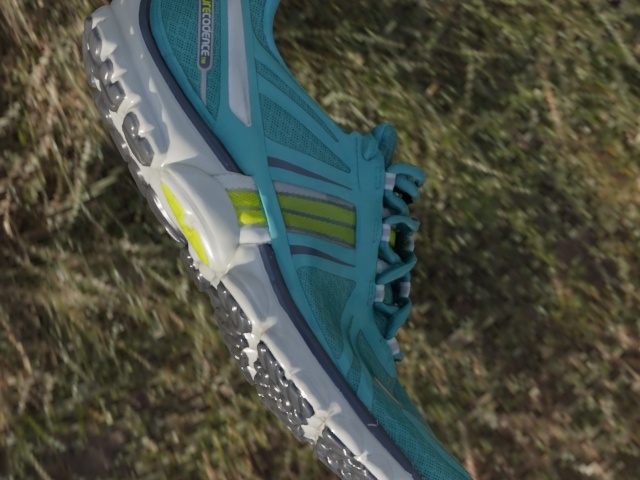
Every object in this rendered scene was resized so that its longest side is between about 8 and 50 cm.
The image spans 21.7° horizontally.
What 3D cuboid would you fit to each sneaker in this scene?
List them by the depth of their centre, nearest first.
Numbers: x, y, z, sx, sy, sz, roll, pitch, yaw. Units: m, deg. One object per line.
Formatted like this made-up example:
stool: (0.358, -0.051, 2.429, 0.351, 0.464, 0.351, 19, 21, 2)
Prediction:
sneaker: (0.000, 0.000, 0.712, 0.110, 0.107, 0.275, -28, 87, -10)
